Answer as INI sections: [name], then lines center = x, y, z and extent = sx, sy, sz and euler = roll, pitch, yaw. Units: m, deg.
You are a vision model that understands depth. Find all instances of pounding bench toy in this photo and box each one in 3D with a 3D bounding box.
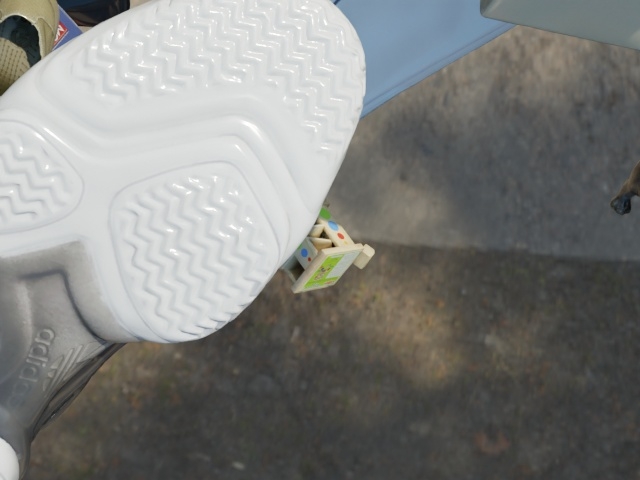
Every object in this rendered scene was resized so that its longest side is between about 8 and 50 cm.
[pounding bench toy]
center = 0.000, 0.000, 1.143
extent = 0.065, 0.083, 0.052
euler = 54, 126, 22

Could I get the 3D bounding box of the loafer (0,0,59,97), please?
[loafer]
center = -0.201, -0.089, 0.839
extent = 0.056, 0.050, 0.148
euler = 9, 107, -1

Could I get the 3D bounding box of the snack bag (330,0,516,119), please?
[snack bag]
center = 0.019, -0.264, 0.941
extent = 0.323, 0.037, 0.342
euler = -27, 103, 38

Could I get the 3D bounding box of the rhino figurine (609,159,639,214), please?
[rhino figurine]
center = 0.403, -0.005, 1.428
extent = 0.073, 0.243, 0.106
euler = -2, 133, -23

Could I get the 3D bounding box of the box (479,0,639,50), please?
[box]
center = 0.256, -0.182, 0.750
extent = 0.311, 0.148, 0.121
euler = 9, 153, -11

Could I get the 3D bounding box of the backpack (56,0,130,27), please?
[backpack]
center = -0.333, -0.416, 1.358
extent = 0.290, 0.355, 0.273
euler = 6, 132, -17

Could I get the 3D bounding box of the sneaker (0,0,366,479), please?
[sneaker]
center = -0.093, -0.001, 0.489
extent = 0.101, 0.153, 0.268
euler = 43, 103, -13

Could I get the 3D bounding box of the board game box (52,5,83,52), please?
[board game box]
center = -0.295, -0.098, 1.000
extent = 0.194, 0.194, 0.060
euler = 7, 145, 53
